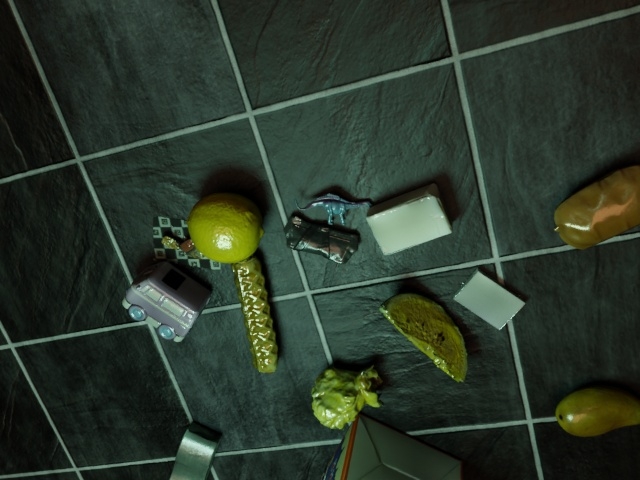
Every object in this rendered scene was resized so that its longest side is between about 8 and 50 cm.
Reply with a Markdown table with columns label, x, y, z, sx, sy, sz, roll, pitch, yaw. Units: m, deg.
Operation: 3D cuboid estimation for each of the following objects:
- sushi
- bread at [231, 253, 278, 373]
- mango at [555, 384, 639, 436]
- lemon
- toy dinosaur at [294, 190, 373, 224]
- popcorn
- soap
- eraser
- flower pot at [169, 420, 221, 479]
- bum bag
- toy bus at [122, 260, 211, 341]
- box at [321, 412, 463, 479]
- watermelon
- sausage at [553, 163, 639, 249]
| label | x | y | z | sx | sy | sz | roll | pitch | yaw |
| --- | --- | --- | --- | --- | --- | --- | --- | --- | --- |
| sushi | -0.369 | 0.013 | 1.660 | 0.200 | 0.031 | 0.139 | 7 | 115 | 8 |
| bread | -0.175 | 0.200 | 1.676 | 0.077 | 0.084 | 0.368 | -18 | 112 | -24 |
| mango | 0.723 | 0.439 | 1.586 | 0.227 | 0.099 | 0.136 | -5 | 107 | 5 |
| lemon | -0.240 | -0.033 | 1.535 | 0.202 | 0.178 | 0.179 | 8 | 114 | 7 |
| toy dinosaur | 0.033 | -0.081 | 1.532 | 0.197 | 0.045 | 0.080 | 2 | 107 | 2 |
| popcorn | 0.072 | 0.423 | 1.670 | 0.195 | 0.168 | 0.174 | -11 | 113 | 16 |
| soap | 0.215 | -0.049 | 1.490 | 0.183 | 0.064 | 0.122 | -20 | 114 | 18 |
| eraser | 0.427 | 0.148 | 1.560 | 0.150 | 0.023 | 0.104 | 34 | 115 | -5 |
| flower pot | -0.389 | 0.680 | 1.913 | 0.108 | 0.103 | 0.229 | 22 | 114 | 1 |
| bum bag | 0.000 | 0.000 | 1.572 | 0.197 | 0.049 | 0.087 | 16 | 91 | 5 |
| toy bus | -0.417 | 0.158 | 1.675 | 0.202 | 0.142 | 0.142 | 35 | 121 | -6 |
| box | 0.184 | 0.726 | 1.696 | 0.348 | 0.319 | 0.257 | 24 | 117 | 0 |
| watermelon | 0.265 | 0.232 | 1.570 | 0.301 | 0.129 | 0.123 | 41 | 117 | -13 |
| sausage | 0.638 | -0.071 | 1.369 | 0.241 | 0.120 | 0.136 | -34 | 88 | 23 |
